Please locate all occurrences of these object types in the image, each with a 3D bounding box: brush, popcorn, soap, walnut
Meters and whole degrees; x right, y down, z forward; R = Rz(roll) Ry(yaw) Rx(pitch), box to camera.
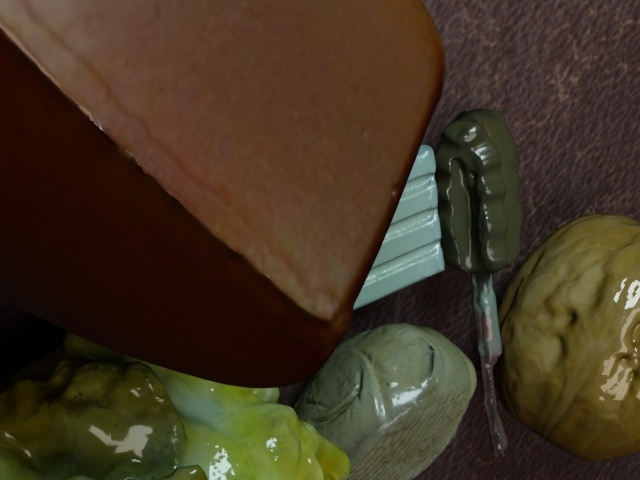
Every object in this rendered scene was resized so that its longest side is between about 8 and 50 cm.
[{"bbox_3d":[0.136,0.041,0.987,0.084,0.071,0.301,-32,118,-65],"label":"brush"},{"bbox_3d":[-0.120,0.201,0.806,0.312,0.312,0.312,-14,119,-28],"label":"popcorn"},{"bbox_3d":[0.000,0.000,0.922,0.198,0.066,0.119,-22,121,-24],"label":"soap"},{"bbox_3d":[0.259,0.085,1.055,0.195,0.195,0.222,18,100,-38],"label":"walnut"}]

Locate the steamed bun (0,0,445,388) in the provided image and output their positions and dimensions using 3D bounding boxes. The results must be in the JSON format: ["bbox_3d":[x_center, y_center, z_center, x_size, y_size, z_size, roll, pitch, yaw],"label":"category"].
[{"bbox_3d":[-0.127,-0.097,0.577,0.379,0.248,0.235,45,58,-37],"label":"steamed bun"}]

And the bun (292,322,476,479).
[{"bbox_3d":[0.045,0.138,0.986,0.173,0.113,0.166,-39,152,1],"label":"bun"}]
